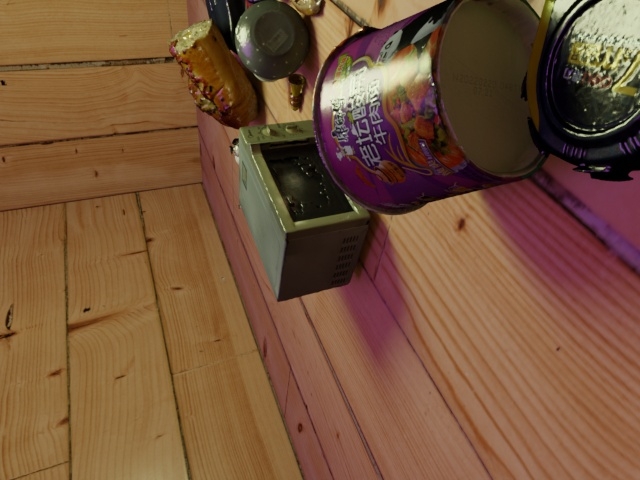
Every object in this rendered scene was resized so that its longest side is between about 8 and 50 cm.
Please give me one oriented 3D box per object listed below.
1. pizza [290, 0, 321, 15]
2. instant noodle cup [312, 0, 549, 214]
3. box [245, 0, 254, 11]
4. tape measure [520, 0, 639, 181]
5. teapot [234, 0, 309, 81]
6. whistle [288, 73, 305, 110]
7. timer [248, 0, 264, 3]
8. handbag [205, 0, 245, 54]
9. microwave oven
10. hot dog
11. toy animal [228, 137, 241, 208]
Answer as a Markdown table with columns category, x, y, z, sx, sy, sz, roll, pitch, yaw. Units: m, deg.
| category | x | y | z | sx | sy | sz | roll | pitch | yaw |
| --- | --- | --- | --- | --- | --- | --- | --- | --- | --- |
| pizza | -0.042 | -0.620 | 1.012 | 0.185 | 0.052 | 0.195 | 56 | 150 | 41 |
| instant noodle cup | 0.141 | -0.157 | 0.526 | 0.190 | 0.251 | 0.251 | 2 | 103 | 61 |
| box | -0.173 | -0.721 | 1.281 | 0.224 | 0.069 | 0.120 | 101 | 149 | -48 |
| tape measure | 0.261 | -0.148 | 0.371 | 0.199 | 0.112 | 0.186 | -123 | 35 | -57 |
| teapot | -0.128 | -0.495 | 1.166 | 0.251 | 0.183 | 0.183 | -146 | 47 | -80 |
| whistle | -0.072 | -0.406 | 1.227 | 0.057 | 0.046 | 0.109 | 55 | 159 | 17 |
| timer | -0.146 | -0.714 | 1.139 | 0.144 | 0.055 | 0.187 | 4 | 120 | 30 |
| handbag | -0.318 | -0.803 | 1.562 | 0.325 | 0.118 | 0.269 | 26 | 132 | 63 |
| microwave oven | -0.050 | -0.081 | 1.088 | 0.286 | 0.218 | 0.355 | 100 | 150 | -48 |
| hot dog | -0.378 | -0.568 | 1.607 | 0.365 | 0.196 | 0.367 | 54 | 172 | -33 |
| toy animal | -0.180 | -0.184 | 1.456 | 0.247 | 0.182 | 0.310 | -129 | 28 | -60 |
